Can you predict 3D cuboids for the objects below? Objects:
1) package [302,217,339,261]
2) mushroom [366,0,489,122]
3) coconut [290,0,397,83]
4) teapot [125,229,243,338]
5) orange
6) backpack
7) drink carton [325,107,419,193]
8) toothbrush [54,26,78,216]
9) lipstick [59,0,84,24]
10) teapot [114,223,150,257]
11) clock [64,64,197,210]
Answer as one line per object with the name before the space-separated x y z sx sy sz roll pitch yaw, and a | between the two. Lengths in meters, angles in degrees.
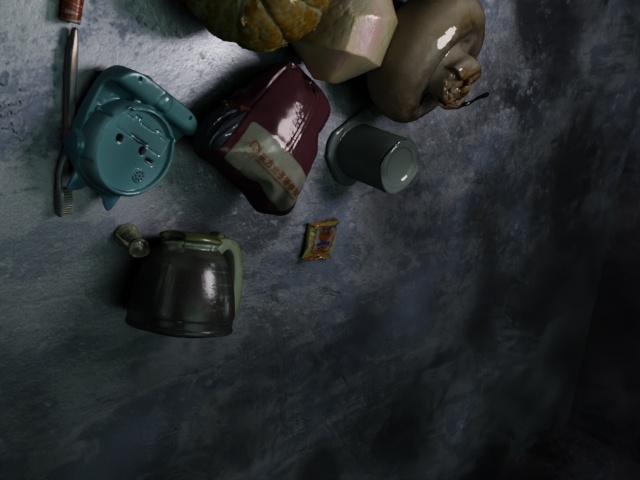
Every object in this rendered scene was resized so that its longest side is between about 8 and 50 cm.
package | 0.000 -0.002 1.829 0.108 0.031 0.120 -5 113 -40
mushroom | 0.292 -0.447 1.658 0.362 0.294 0.362 -43 164 -15
coconut | 0.044 -0.481 1.492 0.259 0.259 0.259 -19 121 -34
teapot | -0.270 0.096 1.501 0.321 0.239 0.239 8 91 -38
orange | -0.122 -0.538 1.276 0.329 0.249 0.329 2 117 3
backpack | -0.115 -0.252 1.499 0.283 0.197 0.317 46 67 -44
drink carton | 0.148 -0.216 1.756 0.191 0.189 0.185 -39 136 -21
toothbrush | -0.496 -0.225 1.287 0.037 0.028 0.375 -9 116 -45
lipstick | -0.451 -0.467 1.204 0.038 0.038 0.130 2 108 -42
teapot | -0.412 0.003 1.431 0.067 0.083 0.057 14 104 -47
clock | -0.392 -0.192 1.329 0.223 0.094 0.274 33 83 -52
